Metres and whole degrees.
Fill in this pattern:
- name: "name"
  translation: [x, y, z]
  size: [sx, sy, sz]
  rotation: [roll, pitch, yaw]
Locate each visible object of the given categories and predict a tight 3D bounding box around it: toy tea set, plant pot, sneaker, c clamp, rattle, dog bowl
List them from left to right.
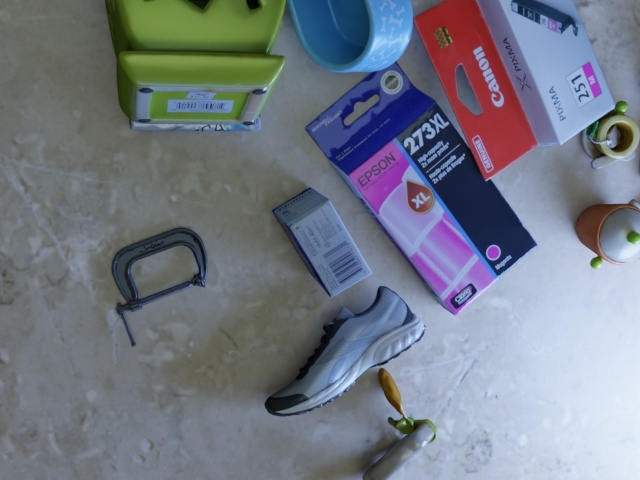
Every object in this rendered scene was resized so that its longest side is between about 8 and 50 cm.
- name: "c clamp"
  translation: [-0.234, 0.060, 1.291]
  size: [0.160, 0.022, 0.137]
  rotation: [-26, 100, -5]
- name: "plant pot"
  translation: [-0.158, -0.265, 1.111]
  size: [0.228, 0.227, 0.207]
  rotation: [-2, 81, -13]
- name: "dog bowl"
  translation: [0.018, -0.366, 1.187]
  size: [0.074, 0.165, 0.297]
  rotation: [-33, 110, -45]
- name: "sneaker"
  translation: [0.025, 0.172, 1.337]
  size: [0.271, 0.100, 0.108]
  rotation: [-35, 92, -8]
- name: "rattle"
  translation: [0.076, 0.326, 1.384]
  size: [0.142, 0.130, 0.199]
  rotation: [43, 116, -6]
- name: "toy tea set"
  translation: [0.515, -0.106, 1.372]
  size: [0.199, 0.124, 0.336]
  rotation: [-2, 101, -12]

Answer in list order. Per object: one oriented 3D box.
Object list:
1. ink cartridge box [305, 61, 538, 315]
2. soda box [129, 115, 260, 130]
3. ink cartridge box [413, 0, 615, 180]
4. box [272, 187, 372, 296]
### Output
- name: "ink cartridge box"
  translation: [0.158, -0.079, 1.332]
  size: [0.175, 0.069, 0.371]
  rotation: [-40, 104, -3]
- name: "soda box"
  translation: [-0.177, -0.186, 1.237]
  size: [0.183, 0.058, 0.063]
  rotation: [-1, 100, -12]
- name: "ink cartridge box"
  translation: [0.292, -0.263, 1.299]
  size: [0.238, 0.060, 0.275]
  rotation: [-34, 106, -22]
- name: "box"
  translation: [0.000, 0.000, 1.269]
  size: [0.072, 0.137, 0.126]
  rotation: [-32, 105, -4]
